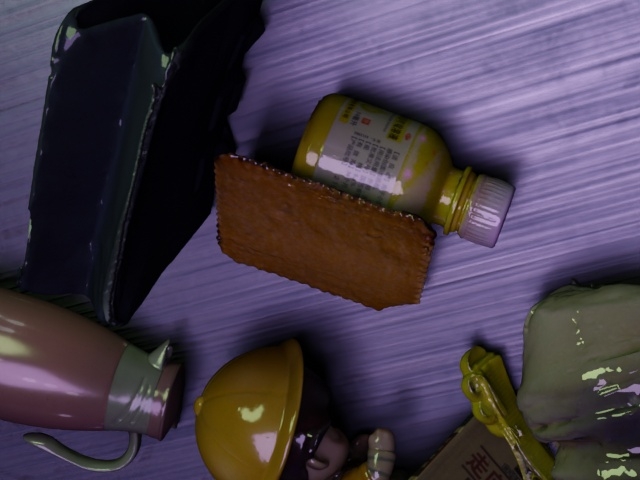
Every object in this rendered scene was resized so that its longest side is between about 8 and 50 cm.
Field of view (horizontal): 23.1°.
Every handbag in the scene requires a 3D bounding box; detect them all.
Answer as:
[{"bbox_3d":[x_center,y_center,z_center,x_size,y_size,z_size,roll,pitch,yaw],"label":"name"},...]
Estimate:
[{"bbox_3d":[-0.163,-0.112,1.511,0.122,0.329,0.303,21,120,9],"label":"handbag"}]

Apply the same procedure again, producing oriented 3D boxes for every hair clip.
[{"bbox_3d":[0.201,0.187,1.660,0.046,0.072,0.173,-30,98,38],"label":"hair clip"}]

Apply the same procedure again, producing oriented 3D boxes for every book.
[{"bbox_3d":[0.150,0.308,1.660,0.161,0.231,0.026,50,157,-8],"label":"book"}]

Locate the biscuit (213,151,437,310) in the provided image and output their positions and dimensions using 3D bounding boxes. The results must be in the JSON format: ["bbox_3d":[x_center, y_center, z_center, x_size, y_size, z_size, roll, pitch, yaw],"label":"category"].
[{"bbox_3d":[0.000,0.000,1.597,0.232,0.013,0.237,19,155,7],"label":"biscuit"}]

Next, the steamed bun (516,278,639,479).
[{"bbox_3d":[0.343,0.182,1.549,0.320,0.206,0.275,13,115,14],"label":"steamed bun"}]

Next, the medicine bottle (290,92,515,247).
[{"bbox_3d":[0.085,-0.059,1.570,0.212,0.122,0.122,20,114,7],"label":"medicine bottle"}]

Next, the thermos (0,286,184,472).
[{"bbox_3d":[-0.287,0.159,1.749,0.265,0.146,0.176,17,108,2],"label":"thermos"}]

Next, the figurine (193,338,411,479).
[{"bbox_3d":[-0.021,0.231,1.679,0.257,0.167,0.192,45,149,-6],"label":"figurine"}]
